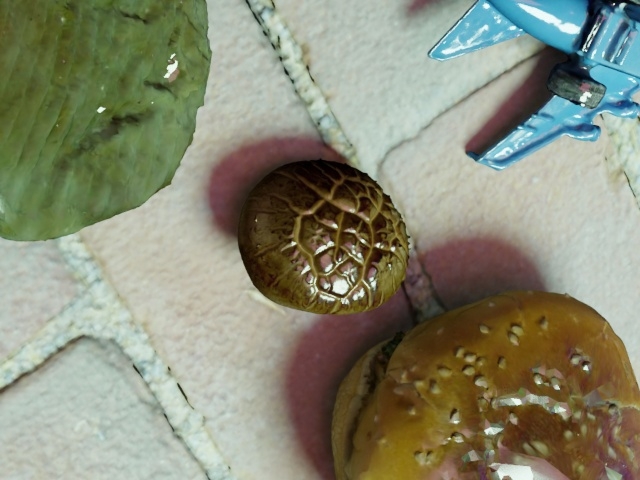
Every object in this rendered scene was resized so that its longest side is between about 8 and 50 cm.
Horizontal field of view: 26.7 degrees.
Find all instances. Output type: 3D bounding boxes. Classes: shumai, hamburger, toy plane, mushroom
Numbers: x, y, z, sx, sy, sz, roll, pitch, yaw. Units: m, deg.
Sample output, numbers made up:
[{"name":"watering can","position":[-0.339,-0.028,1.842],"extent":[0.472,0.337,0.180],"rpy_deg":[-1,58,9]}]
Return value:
[{"name":"shumai","position":[-0.204,-0.118,0.815],"extent":[0.272,0.204,0.222],"rpy_deg":[-39,124,-47]},{"name":"hamburger","position":[0.127,0.173,0.992],"extent":[0.243,0.146,0.286],"rpy_deg":[23,79,-18]},{"name":"toy plane","position":[0.216,-0.150,0.982],"extent":[0.271,0.105,0.254],"rpy_deg":[16,111,-21]},{"name":"mushroom","position":[0.004,0.001,0.941],"extent":[0.126,0.085,0.109],"rpy_deg":[-9,107,-26]}]
